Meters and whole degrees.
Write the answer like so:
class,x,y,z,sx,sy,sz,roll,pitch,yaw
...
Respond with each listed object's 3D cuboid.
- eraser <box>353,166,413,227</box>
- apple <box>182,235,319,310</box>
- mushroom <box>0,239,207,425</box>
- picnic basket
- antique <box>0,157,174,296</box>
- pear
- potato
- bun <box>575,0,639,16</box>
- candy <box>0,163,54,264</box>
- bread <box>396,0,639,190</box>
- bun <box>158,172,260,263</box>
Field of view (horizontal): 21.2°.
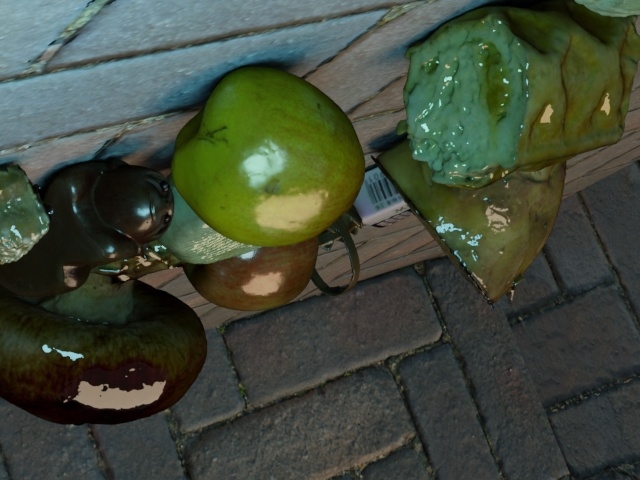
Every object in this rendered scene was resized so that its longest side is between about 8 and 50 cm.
class,x,y,z,sx,sy,sz,roll,pitch,yaw
eraser,0.192,-0.113,2.738,0.287,0.086,0.130,-24,172,18
apple,-0.100,0.005,2.355,0.173,0.188,0.188,-12,169,-30
mushroom,-0.329,0.089,2.307,0.331,0.356,0.334,-13,-158,-11
picnic basket,0.000,0.000,2.637,0.137,0.179,0.128,-17,171,-33
antique,-0.264,-0.018,1.978,0.143,0.121,0.257,-25,177,-41
pear,-0.056,-0.086,1.811,0.200,0.200,0.200,-21,173,-3
potato,0.258,-0.081,2.547,0.237,0.301,0.289,-39,173,1
bun,0.354,-0.298,1.735,0.221,0.108,0.221,-21,172,-3
candy,-0.337,-0.025,1.798,0.085,0.095,0.110,-22,179,-30
bread,0.233,-0.177,2.002,0.196,0.239,0.252,24,-161,35
bun,-0.111,-0.060,2.076,0.203,0.127,0.212,-20,165,-9
